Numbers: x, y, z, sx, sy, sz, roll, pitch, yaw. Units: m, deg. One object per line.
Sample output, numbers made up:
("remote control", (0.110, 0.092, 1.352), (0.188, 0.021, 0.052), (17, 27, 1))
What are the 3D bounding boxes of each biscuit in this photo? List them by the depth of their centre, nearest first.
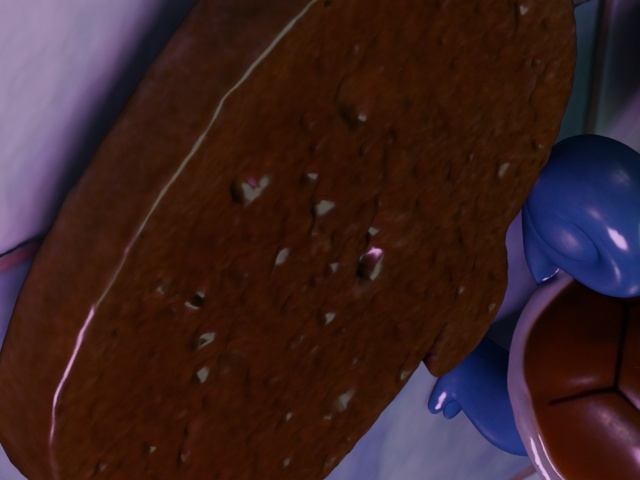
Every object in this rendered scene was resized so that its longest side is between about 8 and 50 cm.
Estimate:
("biscuit", (-0.006, -0.005, 0.927), (0.394, 0.070, 0.350), (-54, 146, 4))

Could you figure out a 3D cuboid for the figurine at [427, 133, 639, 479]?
("figurine", (0.242, 0.097, 1.127), (0.298, 0.243, 0.416), (-42, 106, -21))
